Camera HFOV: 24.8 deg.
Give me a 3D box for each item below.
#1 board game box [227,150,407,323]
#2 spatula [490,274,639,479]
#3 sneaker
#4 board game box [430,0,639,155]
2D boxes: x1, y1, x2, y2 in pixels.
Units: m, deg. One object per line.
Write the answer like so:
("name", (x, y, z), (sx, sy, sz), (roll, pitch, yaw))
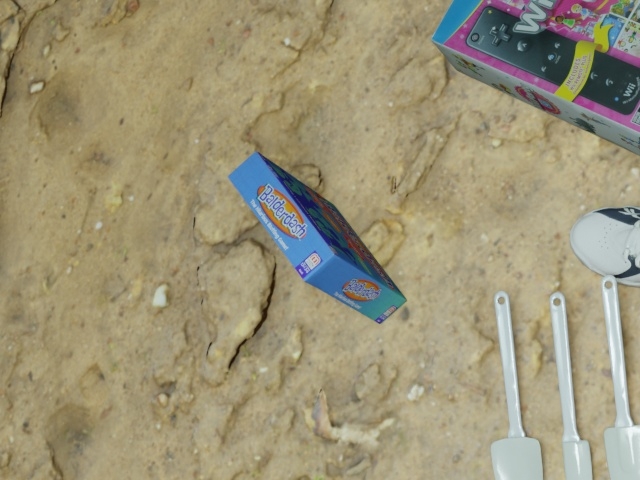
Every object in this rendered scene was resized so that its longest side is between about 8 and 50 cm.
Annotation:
("board game box", (0.000, 0.000, 1.615), (0.047, 0.210, 0.160), (-42, 63, 8))
("spatula", (0.255, 0.164, 1.530), (0.168, 0.019, 0.242), (-9, 84, 27))
("sneaker", (0.352, 0.003, 1.478), (0.235, 0.153, 0.094), (23, 85, 29))
("board game box", (0.309, -0.243, 1.605), (0.303, 0.097, 0.224), (29, 88, 30))
